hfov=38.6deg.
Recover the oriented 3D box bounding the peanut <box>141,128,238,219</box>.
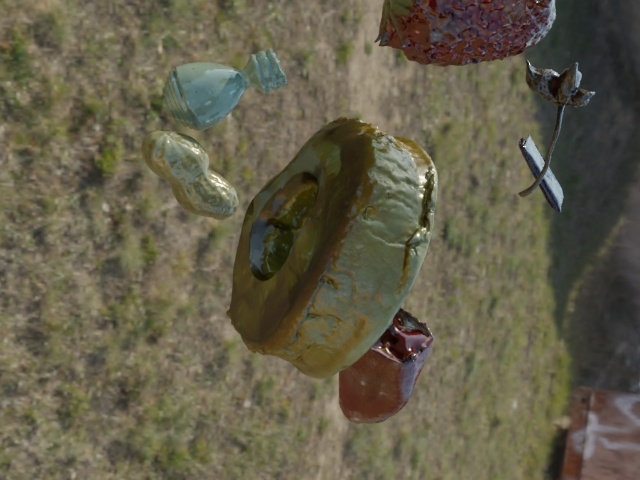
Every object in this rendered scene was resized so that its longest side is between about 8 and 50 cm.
[{"bbox_3d":[-0.193,-0.096,1.371,0.187,0.082,0.082,54,44,-32],"label":"peanut"}]

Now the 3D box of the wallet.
[{"bbox_3d":[0.472,-0.142,1.960,0.166,0.030,0.111,58,26,-7],"label":"wallet"}]

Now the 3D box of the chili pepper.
[{"bbox_3d":[0.099,0.226,1.534,0.136,0.144,0.252,-106,-163,-49],"label":"chili pepper"}]

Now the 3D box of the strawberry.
[{"bbox_3d":[0.283,-0.457,1.689,0.292,0.344,0.292,-175,-90,-89],"label":"strawberry"}]

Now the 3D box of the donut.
[{"bbox_3d":[0.000,0.000,1.155,0.160,0.330,0.330,26,66,-22],"label":"donut"}]

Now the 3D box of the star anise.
[{"bbox_3d":[0.438,-0.223,1.815,0.218,0.148,0.227,71,41,-73],"label":"star anise"}]

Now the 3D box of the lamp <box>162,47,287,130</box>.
[{"bbox_3d":[-0.150,-0.235,1.396,0.106,0.193,0.106,159,-90,-87],"label":"lamp"}]
